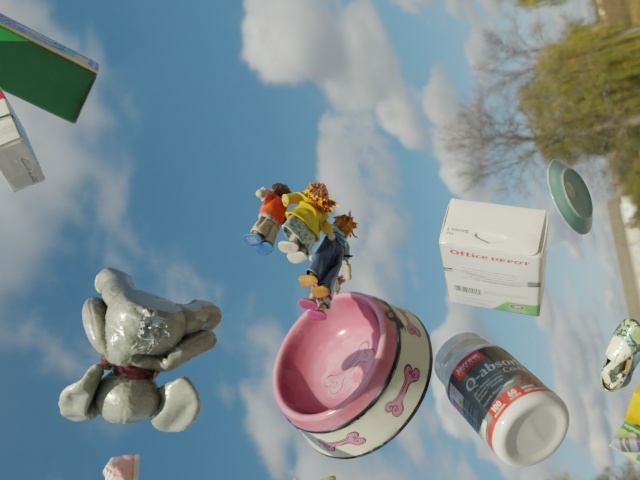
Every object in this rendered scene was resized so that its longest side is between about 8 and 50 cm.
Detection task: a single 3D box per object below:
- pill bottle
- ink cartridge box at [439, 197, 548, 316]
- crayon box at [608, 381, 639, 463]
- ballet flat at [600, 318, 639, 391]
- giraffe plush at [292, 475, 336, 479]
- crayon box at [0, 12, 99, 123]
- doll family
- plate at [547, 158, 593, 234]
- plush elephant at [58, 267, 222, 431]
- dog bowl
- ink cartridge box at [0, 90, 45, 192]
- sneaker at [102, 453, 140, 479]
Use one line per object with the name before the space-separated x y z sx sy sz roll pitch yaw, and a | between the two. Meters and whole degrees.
pill bottle | 0.453 0.397 1.861 0.210 0.210 0.363 64 171 -27
ink cartridge box | 0.292 0.031 1.195 0.219 0.160 0.092 67 -143 -56
crayon box | 0.603 0.223 1.065 0.323 0.203 0.083 -44 -35 -27
ballet flat | 0.592 0.235 1.419 0.070 0.070 0.188 -70 -23 -48
giraffe plush | 0.003 0.665 1.634 0.182 0.210 0.170 -17 -52 -30
crayon box | -0.575 -0.347 1.315 0.313 0.106 0.363 24 -172 -21
doll family | 0.000 0.000 1.189 0.263 0.118 0.163 54 -140 -31
plate | 0.583 -0.105 1.647 0.188 0.024 0.188 21 -122 -38
plush elephant | -0.351 0.236 1.385 0.330 0.272 0.255 -132 62 -76
dog bowl | 0.057 0.301 1.717 0.150 0.408 0.407 41 -137 -34
ink cartridge box | -0.552 -0.176 1.264 0.150 0.063 0.109 55 164 34
sneaker | -0.392 0.478 1.402 0.134 0.070 0.051 -102 23 -52
